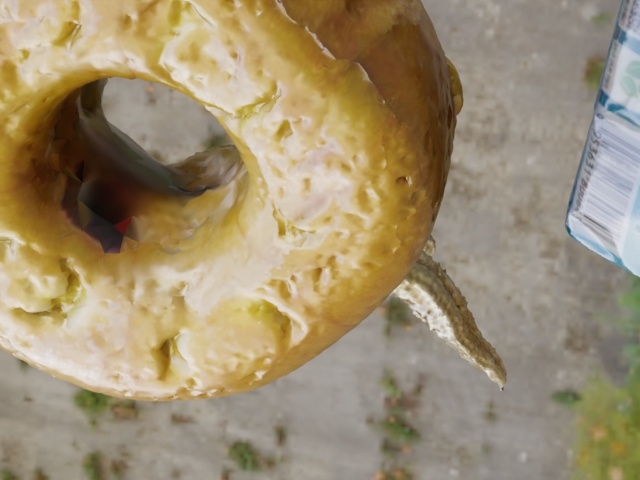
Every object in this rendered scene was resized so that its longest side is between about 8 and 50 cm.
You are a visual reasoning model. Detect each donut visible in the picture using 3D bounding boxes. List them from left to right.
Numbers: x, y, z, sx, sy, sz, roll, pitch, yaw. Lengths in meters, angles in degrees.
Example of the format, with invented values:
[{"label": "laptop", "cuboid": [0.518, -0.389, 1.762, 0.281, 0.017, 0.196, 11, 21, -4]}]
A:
[{"label": "donut", "cuboid": [-0.059, -0.045, 0.496, 0.114, 0.226, 0.227, -82, -7, -59]}]

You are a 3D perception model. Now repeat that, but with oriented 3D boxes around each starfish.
[{"label": "starfish", "cuboid": [0.000, 0.000, 0.769, 0.062, 0.277, 0.236, -60, 17, 24]}]

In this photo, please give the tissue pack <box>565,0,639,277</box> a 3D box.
[{"label": "tissue pack", "cuboid": [0.241, -0.088, 0.600, 0.134, 0.192, 0.271, -41, -29, -36]}]
